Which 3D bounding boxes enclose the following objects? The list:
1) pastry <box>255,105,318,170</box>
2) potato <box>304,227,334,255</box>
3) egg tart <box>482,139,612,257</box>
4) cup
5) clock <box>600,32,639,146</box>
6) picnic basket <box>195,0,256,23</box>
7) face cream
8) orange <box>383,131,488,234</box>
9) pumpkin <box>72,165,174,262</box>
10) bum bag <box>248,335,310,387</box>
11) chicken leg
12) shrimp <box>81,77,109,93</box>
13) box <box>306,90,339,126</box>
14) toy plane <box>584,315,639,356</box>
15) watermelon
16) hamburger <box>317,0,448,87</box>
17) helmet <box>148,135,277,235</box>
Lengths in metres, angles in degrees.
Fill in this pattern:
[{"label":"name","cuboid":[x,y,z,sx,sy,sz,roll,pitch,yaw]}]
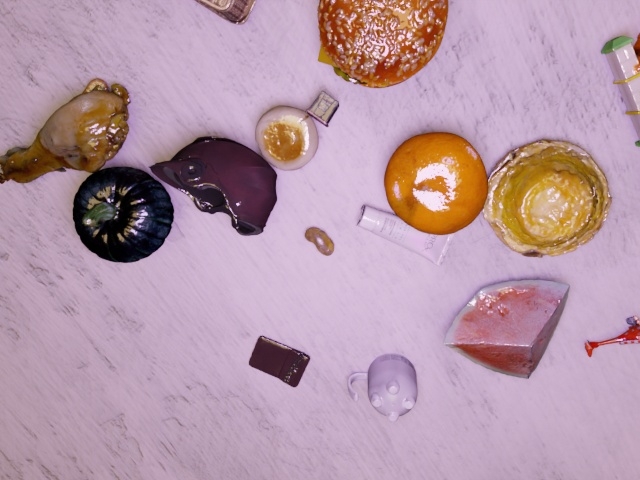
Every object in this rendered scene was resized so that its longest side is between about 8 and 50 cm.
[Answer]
[{"label":"pastry","cuboid":[-0.078,-0.246,1.155,0.156,0.092,0.157,6,119,11]},{"label":"potato","cuboid":[0.000,0.000,1.243,0.092,0.045,0.046,44,142,-3]},{"label":"egg tart","cuboid":[0.527,-0.087,1.115,0.294,0.116,0.295,2,107,8]},{"label":"cup","cuboid":[0.171,0.382,1.270,0.173,0.142,0.134,30,107,0]},{"label":"clock","cuboid":[0.754,-0.358,1.018,0.219,0.106,0.256,-27,99,13]},{"label":"picnic basket","cuboid":[-0.262,-0.647,1.039,0.312,0.175,0.228,30,106,-2]},{"label":"face cream","cuboid":[0.208,-0.019,1.208,0.243,0.058,0.092,21,102,-5]},{"label":"orange","cuboid":[0.263,-0.131,1.108,0.239,0.171,0.241,5,109,13]},{"label":"pumpkin","cuboid":[-0.499,-0.063,1.189,0.247,0.248,0.248,2,105,7]},{"label":"bum bag","cuboid":[-0.118,0.341,1.357,0.159,0.026,0.109,22,107,1]},{"label":"chicken leg","cuboid":[-0.662,-0.244,1.225,0.428,0.152,0.202,-18,94,20]},{"label":"shrimp","cuboid":[-0.581,-0.364,1.235,0.059,0.023,0.108,39,107,-13]},{"label":"box","cuboid":[0.008,-0.311,1.142,0.060,0.085,0.063,34,98,-1]},{"label":"toy plane","cuboid":[0.765,0.248,1.196,0.194,0.077,0.126,-40,93,23]},{"label":"watermelon","cuboid":[0.455,0.219,1.183,0.259,0.176,0.256,6,98,29]},{"label":"hamburger","cuboid":[0.124,-0.463,1.013,0.290,0.225,0.292,3,108,8]},{"label":"helmet","cuboid":[-0.231,-0.153,1.152,0.305,0.225,0.177,34,79,-2]}]
